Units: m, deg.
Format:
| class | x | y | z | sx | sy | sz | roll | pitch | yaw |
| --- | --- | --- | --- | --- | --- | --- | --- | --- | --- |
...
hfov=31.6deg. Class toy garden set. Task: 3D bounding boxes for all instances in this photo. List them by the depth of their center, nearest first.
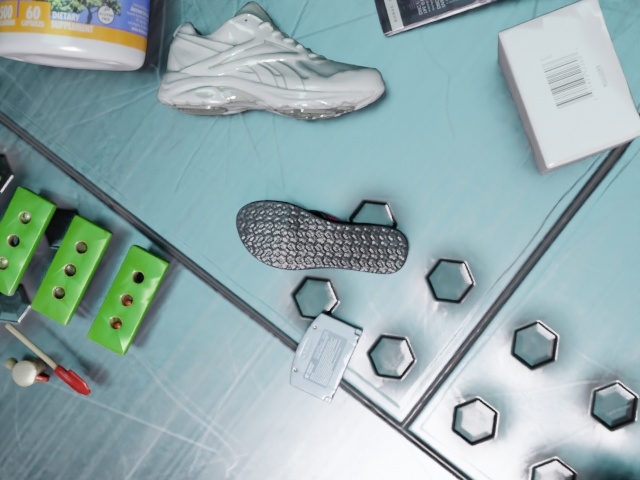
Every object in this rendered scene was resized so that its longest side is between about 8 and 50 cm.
| class | x | y | z | sx | sy | sz | roll | pitch | yaw |
| --- | --- | --- | --- | --- | --- | --- | --- | --- | --- |
| toy garden set | -0.306 | 0.058 | 1.194 | 0.244 | 0.049 | 0.204 | 27 | 93 | 5 |

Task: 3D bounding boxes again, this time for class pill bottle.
| class | x | y | z | sx | sy | sz | roll | pitch | yaw |
| --- | --- | --- | --- | --- | --- | --- | --- | --- | --- |
| pill bottle | -0.240 | -0.312 | 1.121 | 0.152 | 0.152 | 0.272 | 5 | 93 | 7 |

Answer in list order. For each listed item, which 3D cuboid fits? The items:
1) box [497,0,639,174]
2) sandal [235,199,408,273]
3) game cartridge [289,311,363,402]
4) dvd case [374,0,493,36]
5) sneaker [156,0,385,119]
| class | x | y | z | sx | sy | sz | roll | pitch | yaw |
| --- | --- | --- | --- | --- | --- | --- | --- | --- | --- |
| box | 0.228 | -0.138 | 1.053 | 0.091 | 0.170 | 0.130 | -20 | 89 | 9 |
| sandal | 0.000 | 0.000 | 1.159 | 0.179 | 0.040 | 0.067 | 10 | 99 | -7 |
| game cartridge | 0.003 | 0.119 | 1.169 | 0.056 | 0.017 | 0.083 | 25 | 94 | 3 |
| dvd case | 0.145 | -0.314 | 1.119 | 0.221 | 0.018 | 0.165 | -15 | 90 | 18 |
| sneaker | -0.049 | -0.182 | 1.133 | 0.232 | 0.090 | 0.115 | 4 | 89 | 7 |
